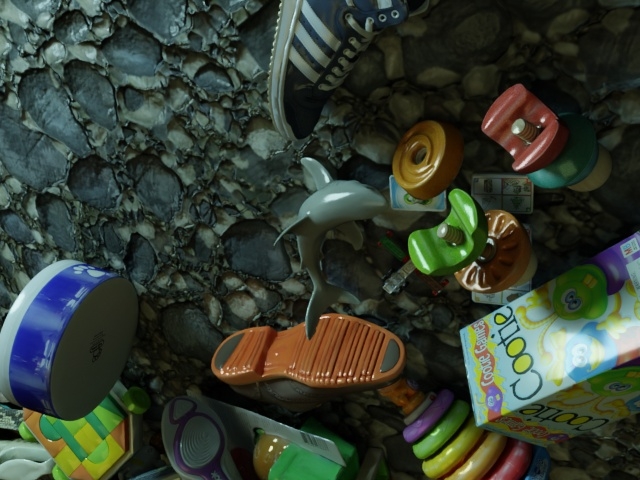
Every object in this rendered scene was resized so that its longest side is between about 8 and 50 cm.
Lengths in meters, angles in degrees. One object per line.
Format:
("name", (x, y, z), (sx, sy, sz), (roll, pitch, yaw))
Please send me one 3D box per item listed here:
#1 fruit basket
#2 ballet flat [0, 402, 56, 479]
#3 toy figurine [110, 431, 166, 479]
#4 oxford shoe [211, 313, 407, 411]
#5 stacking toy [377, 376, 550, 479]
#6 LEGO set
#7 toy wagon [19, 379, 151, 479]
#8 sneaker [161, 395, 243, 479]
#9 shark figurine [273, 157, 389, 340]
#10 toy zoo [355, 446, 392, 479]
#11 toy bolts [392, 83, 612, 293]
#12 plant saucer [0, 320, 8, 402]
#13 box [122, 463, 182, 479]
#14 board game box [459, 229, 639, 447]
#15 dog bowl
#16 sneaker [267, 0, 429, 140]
("fruit basket", (-0.079, 0.440, 1.269), (0.353, 0.165, 0.327), (12, 127, 38))
("ballet flat", (-0.719, 0.477, 1.551), (0.483, 0.182, 0.164), (-4, 121, 28))
("toy figurine", (-0.349, 0.537, 1.449), (0.209, 0.148, 0.213), (41, 132, 2))
("oxford shoe", (-0.006, 0.210, 1.084), (0.363, 0.130, 0.133), (-6, 132, 37))
("stacking toy", (0.192, 0.300, 1.038), (0.302, 0.175, 0.166), (45, 124, 10))
("LEGO set", (0.164, -0.008, 0.902), (0.244, 0.060, 0.182), (3, 111, 22))
("toy wagon", (-0.517, 0.333, 1.360), (0.267, 0.068, 0.344), (-45, 82, 15))
("sneaker", (-0.206, 0.428, 1.183), (0.305, 0.114, 0.152), (58, 145, 14))
("shark figurine", (-0.016, 0.005, 0.928), (0.166, 0.116, 0.278), (42, 142, 22))
("toy zoo", (0.105, 0.553, 1.204), (0.030, 0.192, 0.293), (-2, 122, 27))
("toy bolts", (0.219, -0.071, 0.780), (0.158, 0.218, 0.228), (19, 129, -35))
("plant saucer", (-0.791, 0.240, 1.510), (0.310, 0.050, 0.311), (12, 127, 17))
("box", (-0.289, 0.539, 1.298), (0.232, 0.059, 0.183), (-23, 93, 13))
("board game box", (0.329, 0.134, 0.811), (0.144, 0.142, 0.275), (23, 137, -29))
("dog bowl", (-0.431, 0.173, 1.152), (0.104, 0.265, 0.265), (16, 127, 13))
("sneaker", (0.032, -0.228, 0.764), (0.153, 0.099, 0.282), (20, 125, 14))
